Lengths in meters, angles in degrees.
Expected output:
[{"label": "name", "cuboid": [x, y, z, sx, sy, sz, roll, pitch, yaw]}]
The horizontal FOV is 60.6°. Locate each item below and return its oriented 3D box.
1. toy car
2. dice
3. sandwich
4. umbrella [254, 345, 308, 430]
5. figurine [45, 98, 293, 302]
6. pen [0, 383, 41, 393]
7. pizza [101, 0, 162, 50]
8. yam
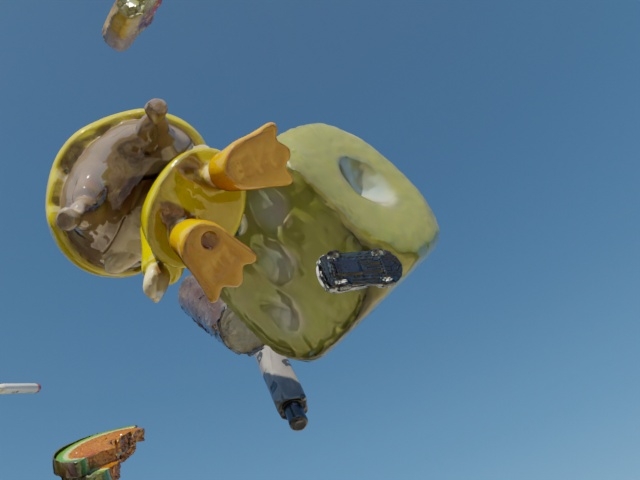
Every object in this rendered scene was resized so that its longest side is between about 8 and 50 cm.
[{"label": "toy car", "cuboid": [0.040, 0.031, 0.548, 0.093, 0.041, 0.025, -1, -30, -28]}, {"label": "dice", "cuboid": [0.000, 0.000, 0.747, 0.233, 0.238, 0.227, -49, -9, 33]}, {"label": "sandwich", "cuboid": [-0.200, 0.195, 0.496, 0.067, 0.029, 0.135, -9, -7, -3]}, {"label": "umbrella", "cuboid": [-0.094, 0.318, 1.275, 0.073, 0.337, 0.067, -18, -63, -13]}, {"label": "figurine", "cuboid": [-0.174, -0.049, 0.602, 0.215, 0.344, 0.187, -53, -56, -23]}, {"label": "pen", "cuboid": [-0.744, 0.363, 1.340, 0.026, 0.026, 0.218, -12, -14, -6]}, {"label": "pizza", "cuboid": [-0.325, -0.497, 1.058, 0.075, 0.280, 0.287, 32, -89, -26]}, {"label": "yam", "cuboid": [-0.201, 0.137, 1.137, 0.131, 0.280, 0.131, -6, -78, -30]}]
